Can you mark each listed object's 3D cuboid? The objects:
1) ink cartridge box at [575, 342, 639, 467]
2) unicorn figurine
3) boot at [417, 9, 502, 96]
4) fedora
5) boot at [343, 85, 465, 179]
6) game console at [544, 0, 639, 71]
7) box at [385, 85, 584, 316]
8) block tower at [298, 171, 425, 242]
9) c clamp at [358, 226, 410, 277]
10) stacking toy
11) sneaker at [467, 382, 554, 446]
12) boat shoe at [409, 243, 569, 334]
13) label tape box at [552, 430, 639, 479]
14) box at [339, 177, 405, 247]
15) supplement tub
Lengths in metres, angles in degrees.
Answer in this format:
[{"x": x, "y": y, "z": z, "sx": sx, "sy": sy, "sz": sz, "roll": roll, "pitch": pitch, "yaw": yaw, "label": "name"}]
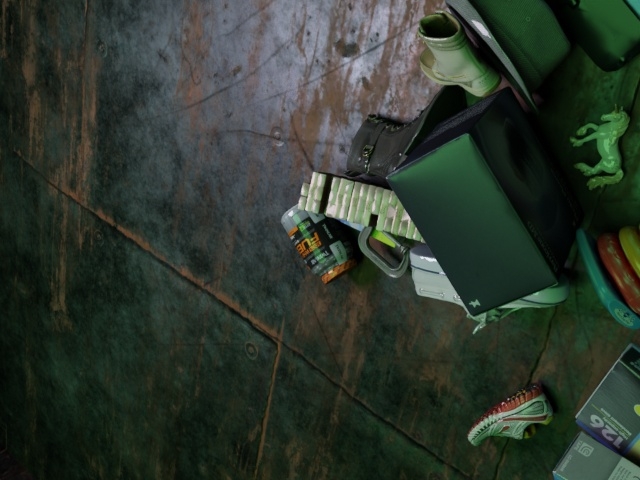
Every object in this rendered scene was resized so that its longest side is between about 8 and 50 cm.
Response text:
[{"x": 0.624, "y": 0.377, "z": 1.512, "sx": 0.303, "sy": 0.072, "sz": 0.307, "roll": 40, "pitch": 145, "yaw": 24, "label": "ink cartridge box"}, {"x": 0.504, "y": -0.174, "z": 1.477, "sx": 0.111, "sy": 0.060, "sz": 0.162, "roll": -4, "pitch": 120, "yaw": 42, "label": "unicorn figurine"}, {"x": 0.229, "y": -0.360, "z": 1.547, "sx": 0.077, "sy": 0.165, "sz": 0.213, "roll": -49, "pitch": 38, "yaw": 0, "label": "boot"}, {"x": 0.346, "y": -0.366, "z": 1.458, "sx": 0.124, "sy": 0.244, "sz": 0.275, "roll": -40, "pitch": 76, "yaw": 13, "label": "fedora"}, {"x": 0.161, "y": -0.227, "z": 1.717, "sx": 0.263, "sy": 0.091, "sz": 0.229, "roll": -59, "pitch": 36, "yaw": 3, "label": "boot"}, {"x": 0.504, "y": -0.517, "z": 1.335, "sx": 0.342, "sy": 0.060, "sz": 0.386, "roll": 56, "pitch": 134, "yaw": 10, "label": "game console"}, {"x": 0.306, "y": -0.075, "z": 1.471, "sx": 0.183, "sy": 0.294, "sz": 0.296, "roll": -27, "pitch": 101, "yaw": 35, "label": "box"}, {"x": 0.124, "y": -0.071, "z": 1.759, "sx": 0.335, "sy": 0.097, "sz": 0.091, "roll": 15, "pitch": 99, "yaw": 22, "label": "block tower"}, {"x": 0.141, "y": 0.002, "z": 1.829, "sx": 0.160, "sy": 0.022, "sz": 0.137, "roll": 46, "pitch": 130, "yaw": 16, "label": "c clamp"}, {"x": 0.607, "y": 0.007, "z": 1.400, "sx": 0.302, "sy": 0.175, "sz": 0.165, "roll": -33, "pitch": 44, "yaw": 25, "label": "stacking toy"}, {"x": 0.401, "y": 0.394, "z": 1.764, "sx": 0.092, "sy": 0.088, "sz": 0.225, "roll": 54, "pitch": 133, "yaw": 10, "label": "sneaker"}, {"x": 0.334, "y": 0.114, "z": 1.682, "sx": 0.367, "sy": 0.136, "sz": 0.156, "roll": 11, "pitch": 113, "yaw": 42, "label": "boat shoe"}, {"x": 0.606, "y": 0.518, "z": 1.536, "sx": 0.334, "sy": 0.106, "sz": 0.240, "roll": 31, "pitch": 164, "yaw": 30, "label": "label tape box"}, {"x": 0.115, "y": -0.068, "z": 1.867, "sx": 0.178, "sy": 0.042, "sz": 0.109, "roll": 26, "pitch": 122, "yaw": 31, "label": "box"}, {"x": 0.000, "y": 0.000, "z": 1.946, "sx": 0.117, "sy": 0.117, "sz": 0.190, "roll": -40, "pitch": 79, "yaw": 43, "label": "supplement tub"}]
